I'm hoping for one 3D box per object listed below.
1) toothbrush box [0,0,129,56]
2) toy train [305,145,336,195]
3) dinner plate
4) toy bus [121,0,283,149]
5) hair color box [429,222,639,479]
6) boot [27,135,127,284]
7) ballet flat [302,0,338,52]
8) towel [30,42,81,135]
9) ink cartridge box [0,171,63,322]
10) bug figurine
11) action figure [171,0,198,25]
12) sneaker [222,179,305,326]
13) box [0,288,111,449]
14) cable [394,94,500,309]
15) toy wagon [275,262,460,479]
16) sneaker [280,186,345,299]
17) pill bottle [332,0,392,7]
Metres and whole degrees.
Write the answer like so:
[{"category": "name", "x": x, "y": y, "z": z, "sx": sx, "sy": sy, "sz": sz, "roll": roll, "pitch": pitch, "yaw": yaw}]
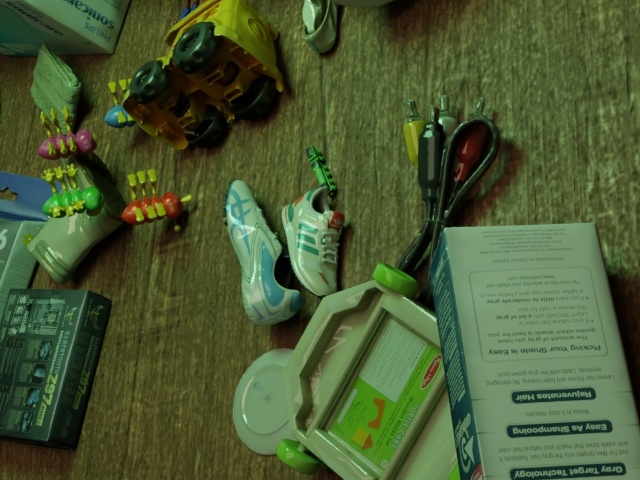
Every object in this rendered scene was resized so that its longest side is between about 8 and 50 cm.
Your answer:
[{"category": "toothbrush box", "x": -0.500, "y": -0.407, "z": 2.084, "sx": 0.295, "sy": 0.216, "sz": 0.126, "roll": 7, "pitch": 76, "yaw": 41}, {"category": "toy train", "x": -0.001, "y": -0.095, "z": 1.681, "sx": 0.017, "sy": 0.024, "sz": 0.083, "roll": -37, "pitch": 52, "yaw": 20}, {"category": "dinner plate", "x": -0.063, "y": 0.206, "z": 1.607, "sx": 0.141, "sy": 0.017, "sz": 0.141, "roll": -18, "pitch": 60, "yaw": 33}, {"category": "toy bus", "x": -0.170, "y": -0.270, "z": 1.824, "sx": 0.220, "sy": 0.149, "sz": 0.211, "roll": -29, "pitch": 42, "yaw": 29}, {"category": "hair color box", "x": 0.224, "y": 0.157, "z": 1.286, "sx": 0.174, "sy": 0.105, "sz": 0.347, "roll": -2, "pitch": 62, "yaw": -7}, {"category": "boot", "x": -0.397, "y": -0.050, "z": 1.945, "sx": 0.165, "sy": 0.077, "sz": 0.213, "roll": -47, "pitch": 50, "yaw": 16}, {"category": "ballet flat", "x": 0.000, "y": -0.348, "z": 1.770, "sx": 0.057, "sy": 0.052, "sz": 0.168, "roll": -17, "pitch": 61, "yaw": 33}, {"category": "towel", "x": -0.442, "y": -0.249, "z": 2.067, "sx": 0.148, "sy": 0.027, "sz": 0.110, "roll": 46, "pitch": 132, "yaw": 38}, {"category": "ink cartridge box", "x": -0.586, "y": 0.022, "z": 2.069, "sx": 0.303, "sy": 0.072, "sz": 0.307, "roll": 10, "pitch": 80, "yaw": 41}, {"category": "bug figurine", "x": -0.312, "y": -0.113, "z": 1.853, "sx": 0.216, "sy": 0.072, "sz": 0.279, "roll": -9, "pitch": 54, "yaw": -9}, {"category": "action figure", "x": -0.211, "y": -0.340, "z": 1.952, "sx": 0.038, "sy": 0.030, "sz": 0.115, "roll": -11, "pitch": 66, "yaw": 29}, {"category": "sneaker", "x": -0.077, "y": 0.012, "z": 1.668, "sx": 0.086, "sy": 0.085, "sz": 0.237, "roll": -18, "pitch": 53, "yaw": 1}, {"category": "box", "x": -0.420, "y": 0.189, "z": 1.869, "sx": 0.183, "sy": 0.059, "sz": 0.232, "roll": -2, "pitch": 70, "yaw": 38}, {"category": "cable", "x": 0.157, "y": -0.044, "z": 1.531, "sx": 0.139, "sy": 0.072, "sz": 0.287, "roll": 1, "pitch": 84, "yaw": 29}, {"category": "toy wagon", "x": 0.100, "y": 0.199, "z": 1.432, "sx": 0.344, "sy": 0.068, "sz": 0.267, "roll": 34, "pitch": 99, "yaw": 36}, {"category": "sneaker", "x": 0.000, "y": 0.000, "z": 1.617, "sx": 0.075, "sy": 0.057, "sz": 0.161, "roll": -38, "pitch": 49, "yaw": 27}, {"category": "pill bottle", "x": 0.018, "y": -0.520, "z": 1.712, "sx": 0.229, "sy": 0.229, "sz": 0.407, "roll": -35, "pitch": 53, "yaw": 22}]
